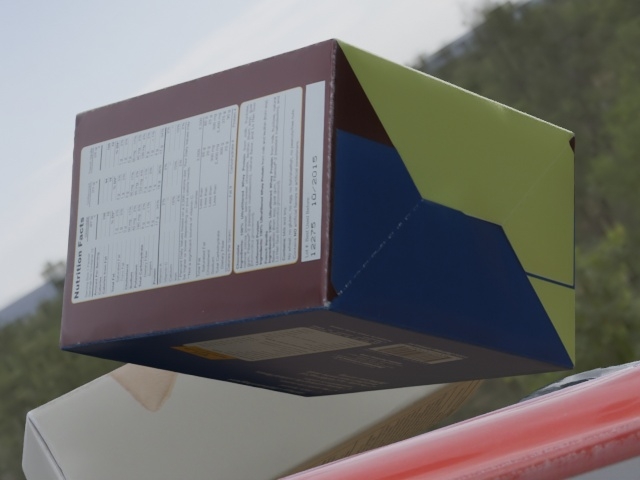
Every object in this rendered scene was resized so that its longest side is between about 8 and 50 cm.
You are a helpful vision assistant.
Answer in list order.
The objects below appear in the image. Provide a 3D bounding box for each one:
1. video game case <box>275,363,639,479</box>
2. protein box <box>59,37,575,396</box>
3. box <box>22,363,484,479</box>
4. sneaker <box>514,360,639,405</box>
[{"bbox_3d":[-0.023,0.153,0.375,0.285,0.204,0.025,-19,22,13],"label":"video game case"},{"bbox_3d":[0.000,0.000,0.955,0.201,0.136,0.199,-10,-18,43],"label":"protein box"},{"bbox_3d":[-0.045,0.122,1.241,0.311,0.121,0.148,-26,-15,-21],"label":"box"},{"bbox_3d":[0.108,0.165,0.765,0.139,0.125,0.341,-17,-26,-34],"label":"sneaker"}]
